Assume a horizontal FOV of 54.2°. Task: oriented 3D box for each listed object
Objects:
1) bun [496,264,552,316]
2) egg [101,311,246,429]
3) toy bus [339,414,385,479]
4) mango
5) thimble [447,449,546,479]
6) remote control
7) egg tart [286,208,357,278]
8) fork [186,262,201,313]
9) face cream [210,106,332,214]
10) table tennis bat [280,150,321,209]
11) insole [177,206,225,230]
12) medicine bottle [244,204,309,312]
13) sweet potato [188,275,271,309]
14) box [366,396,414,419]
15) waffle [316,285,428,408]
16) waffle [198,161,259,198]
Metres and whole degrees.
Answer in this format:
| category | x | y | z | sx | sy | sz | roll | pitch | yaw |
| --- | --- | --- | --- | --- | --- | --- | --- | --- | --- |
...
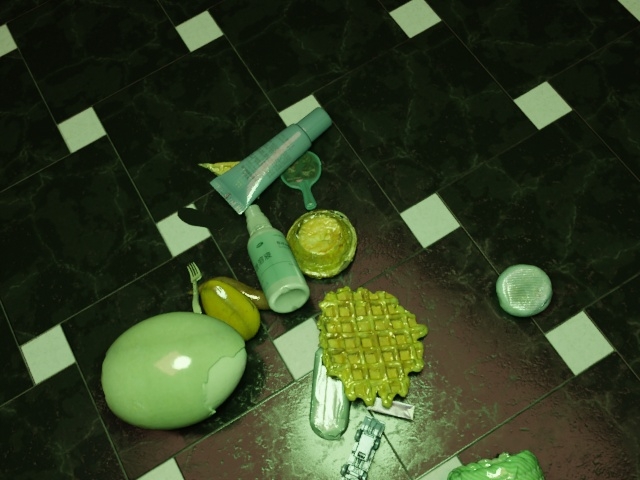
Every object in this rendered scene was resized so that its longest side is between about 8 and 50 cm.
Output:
| category | x | y | z | sx | sy | sz | roll | pitch | yaw |
| --- | --- | --- | --- | --- | --- | --- | --- | --- | --- |
| bun | 0.524 | 0.130 | 1.616 | 0.141 | 0.083 | 0.141 | -2 | 78 | 9 |
| egg | -0.341 | 0.312 | 1.523 | 0.336 | 0.278 | 0.278 | -12 | 68 | 8 |
| toy bus | 0.098 | 0.520 | 1.509 | 0.064 | 0.075 | 0.190 | 21 | 71 | 11 |
| mango | -0.234 | 0.178 | 1.625 | 0.137 | 0.195 | 0.098 | -9 | 30 | 36 |
| thimble | 0.402 | 0.564 | 1.397 | 0.219 | 0.219 | 0.150 | -17 | 72 | -1 |
| remote control | 0.027 | 0.376 | 1.586 | 0.104 | 0.052 | 0.247 | 2 | 72 | 8 |
| egg tart | 0.000 | 0.000 | 1.715 | 0.212 | 0.090 | 0.213 | -1 | 67 | 2 |
| fork | -0.332 | 0.131 | 1.678 | 0.034 | 0.028 | 0.219 | -29 | 36 | 2 |
| face cream | -0.129 | -0.242 | 1.799 | 0.385 | 0.086 | 0.135 | -41 | 74 | -10 |
| table tennis bat | -0.049 | -0.176 | 1.816 | 0.124 | 0.033 | 0.201 | -16 | 64 | 1 |
| insole | -0.347 | -0.062 | 1.815 | 0.152 | 0.002 | 0.053 | 14 | 71 | 11 |
| medicine bottle | -0.136 | 0.031 | 1.672 | 0.110 | 0.110 | 0.352 | -24 | 49 | -4 |
| sweet potato | -0.219 | 0.140 | 1.695 | 0.281 | 0.059 | 0.067 | 13 | 110 | 14 |
| box | 0.175 | 0.415 | 1.555 | 0.117 | 0.050 | 0.036 | 10 | 78 | 8 |
| waffle | 0.117 | 0.259 | 1.578 | 0.307 | 0.060 | 0.312 | 26 | 54 | 6 |
| waffle | -0.273 | -0.177 | 1.840 | 0.191 | 0.032 | 0.125 | -3 | 71 | 7 |
